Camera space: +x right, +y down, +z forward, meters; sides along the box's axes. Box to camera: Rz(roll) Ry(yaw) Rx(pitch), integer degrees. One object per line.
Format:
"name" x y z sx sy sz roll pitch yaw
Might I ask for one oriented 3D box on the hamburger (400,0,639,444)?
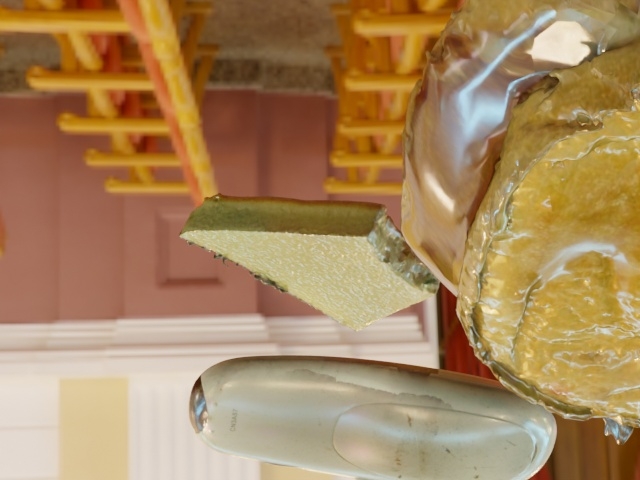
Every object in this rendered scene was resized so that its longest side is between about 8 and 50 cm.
"hamburger" 0.144 -0.026 0.618 0.211 0.132 0.309 7 139 3

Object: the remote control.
"remote control" 0.037 0.129 0.837 0.256 0.097 0.045 6 -155 -2

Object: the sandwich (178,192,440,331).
"sandwich" 0.000 0.000 1.317 0.245 0.063 0.212 28 151 -19
